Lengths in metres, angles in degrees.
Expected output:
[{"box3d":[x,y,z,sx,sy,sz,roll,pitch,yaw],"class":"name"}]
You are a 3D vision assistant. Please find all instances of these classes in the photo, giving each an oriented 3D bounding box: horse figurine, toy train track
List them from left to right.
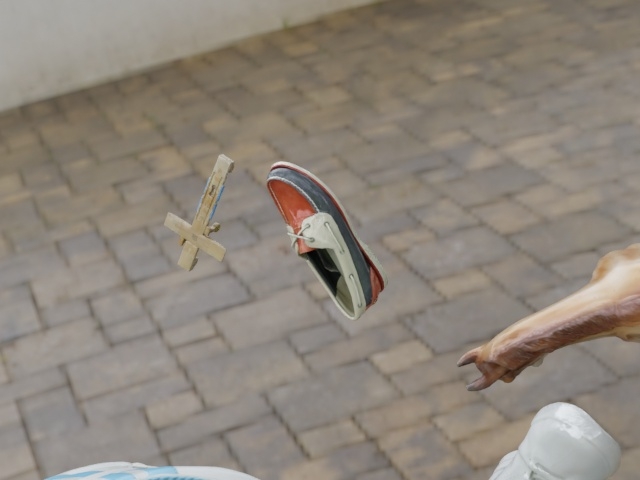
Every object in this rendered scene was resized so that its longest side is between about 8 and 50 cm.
[{"box3d":[-0.071,-0.018,1.020,0.048,0.083,0.014,33,28,18],"class":"toy train track"},{"box3d":[0.216,0.019,0.785,0.174,0.066,0.263,-11,1,-45],"class":"horse figurine"}]

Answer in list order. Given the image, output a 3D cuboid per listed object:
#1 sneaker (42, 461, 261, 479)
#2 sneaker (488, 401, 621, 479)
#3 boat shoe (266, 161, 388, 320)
[{"box3d":[-0.130,0.198,1.173,0.228,0.087,0.092,-6,16,19],"class":"sneaker"},{"box3d":[0.181,0.209,1.336,0.094,0.080,0.212,-46,-10,-27],"class":"sneaker"},{"box3d":[0.000,0.000,1.233,0.049,0.137,0.043,-13,30,51],"class":"boat shoe"}]
